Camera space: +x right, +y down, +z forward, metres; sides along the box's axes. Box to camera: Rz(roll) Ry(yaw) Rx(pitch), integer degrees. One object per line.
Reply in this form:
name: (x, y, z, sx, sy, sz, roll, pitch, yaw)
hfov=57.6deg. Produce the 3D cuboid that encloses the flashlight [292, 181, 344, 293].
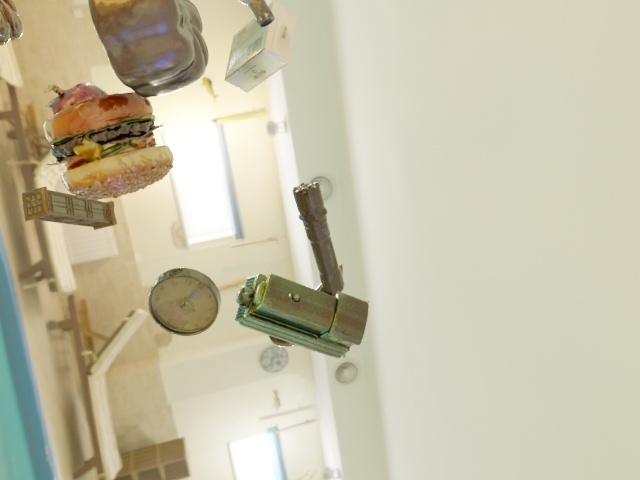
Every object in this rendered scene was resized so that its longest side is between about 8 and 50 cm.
flashlight: (0.000, 0.000, 2.036, 0.103, 0.103, 0.424, -130, -158, -65)

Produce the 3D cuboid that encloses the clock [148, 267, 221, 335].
clock: (-0.520, 0.239, 2.230, 0.055, 0.280, 0.281, -94, 178, -66)

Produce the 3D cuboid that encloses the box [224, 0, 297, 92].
box: (-0.206, -0.649, 1.971, 0.260, 0.111, 0.195, -17, -121, 51)

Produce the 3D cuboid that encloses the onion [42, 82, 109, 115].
onion: (-0.762, -0.420, 1.865, 0.207, 0.200, 0.201, 142, -64, -69)

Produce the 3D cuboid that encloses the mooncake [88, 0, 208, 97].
mooncake: (-0.330, -0.435, 1.148, 0.306, 0.154, 0.306, -15, 90, -88)

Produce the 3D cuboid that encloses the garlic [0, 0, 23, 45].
garlic: (-0.806, -0.574, 1.446, 0.194, 0.131, 0.127, -46, -125, 37)

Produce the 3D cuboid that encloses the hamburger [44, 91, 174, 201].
hamburger: (-0.500, -0.215, 1.389, 0.291, 0.290, 0.225, -163, -125, -76)

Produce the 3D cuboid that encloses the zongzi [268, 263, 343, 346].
zongzi: (-0.049, 0.249, 2.235, 0.154, 0.289, 0.318, 53, 38, -50)

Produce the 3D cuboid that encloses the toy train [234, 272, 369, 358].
toy train: (-0.035, 0.171, 1.403, 0.178, 0.330, 0.139, 138, -30, -60)

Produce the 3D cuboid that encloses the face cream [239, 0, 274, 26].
face cream: (-0.228, -0.775, 1.732, 0.071, 0.144, 0.291, -32, -91, 43)

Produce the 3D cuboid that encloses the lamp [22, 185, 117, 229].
lamp: (-0.769, -0.095, 1.810, 0.325, 0.090, 0.089, 13, 66, -74)
